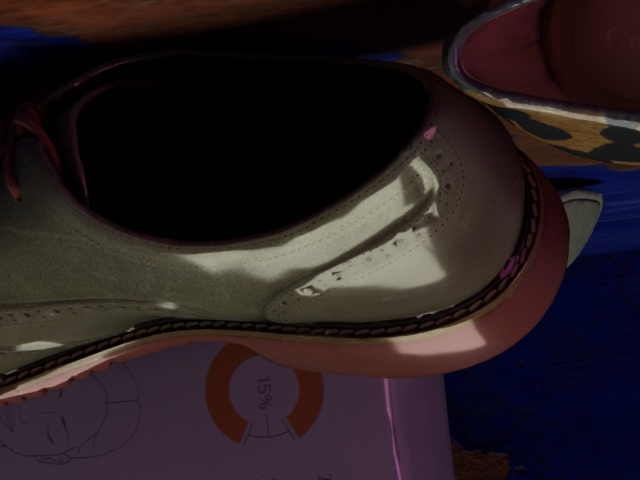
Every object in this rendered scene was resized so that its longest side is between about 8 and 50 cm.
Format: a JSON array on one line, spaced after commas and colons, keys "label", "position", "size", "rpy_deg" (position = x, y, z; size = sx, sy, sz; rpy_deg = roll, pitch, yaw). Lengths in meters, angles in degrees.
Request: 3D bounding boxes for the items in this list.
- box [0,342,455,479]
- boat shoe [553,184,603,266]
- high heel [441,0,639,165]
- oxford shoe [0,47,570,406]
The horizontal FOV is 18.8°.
[{"label": "box", "position": [-0.115, 0.139, 0.891], "size": [0.345, 0.215, 0.168], "rpy_deg": [-6, 177, 11]}, {"label": "boat shoe", "position": [0.128, -0.012, 1.395], "size": [0.079, 0.084, 0.233], "rpy_deg": [36, -151, 29]}, {"label": "high heel", "position": [0.163, -0.051, 0.467], "size": [0.186, 0.093, 0.261], "rpy_deg": [-11, -171, -33]}, {"label": "oxford shoe", "position": [-0.093, -0.020, 0.697], "size": [0.348, 0.123, 0.130], "rpy_deg": [-6, 150, 19]}]
